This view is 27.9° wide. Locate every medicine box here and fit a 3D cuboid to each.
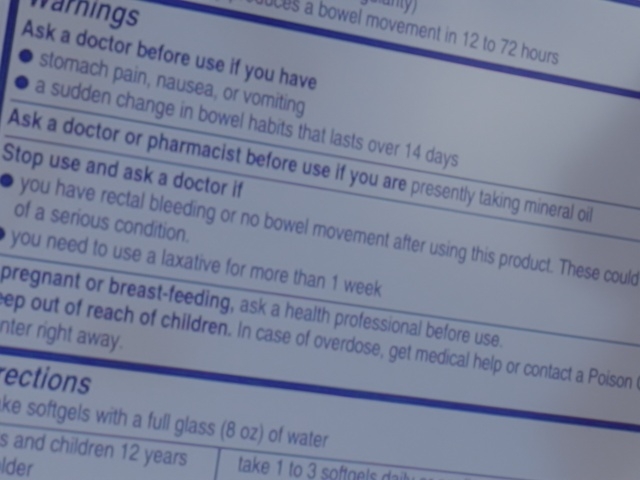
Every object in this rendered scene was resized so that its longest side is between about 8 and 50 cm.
[{"bbox_3d":[0.000,0.000,0.474,0.263,0.149,0.289,9,87,-15],"label":"medicine box"}]
